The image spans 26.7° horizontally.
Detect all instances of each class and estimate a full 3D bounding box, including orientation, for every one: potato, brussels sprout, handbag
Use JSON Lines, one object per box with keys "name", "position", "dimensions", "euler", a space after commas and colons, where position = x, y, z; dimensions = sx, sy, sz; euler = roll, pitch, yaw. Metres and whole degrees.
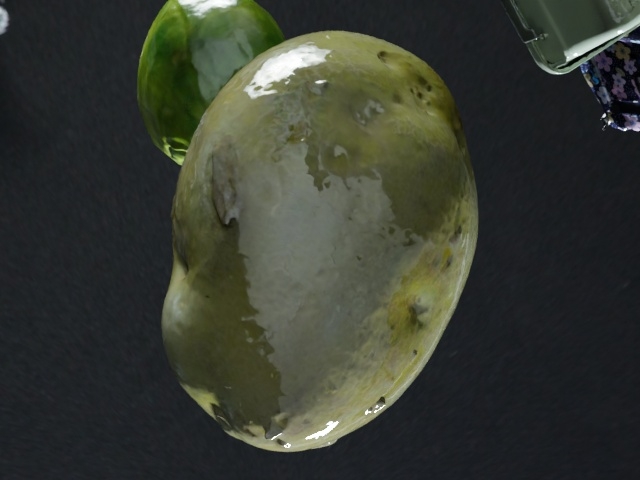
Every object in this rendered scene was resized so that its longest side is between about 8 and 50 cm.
{"name": "potato", "position": [0.000, 0.000, 0.734], "dimensions": [0.178, 0.160, 0.235], "euler": [28, -113, -15]}
{"name": "brussels sprout", "position": [-0.097, -0.145, 1.268], "dimensions": [0.161, 0.181, 0.144], "euler": [9, -139, 24]}
{"name": "handbag", "position": [0.371, -0.211, 1.399], "dimensions": [0.208, 0.228, 0.127], "euler": [47, -134, -29]}

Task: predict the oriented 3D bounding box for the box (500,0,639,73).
{"name": "box", "position": [0.221, -0.215, 1.013], "dimensions": [0.172, 0.093, 0.124], "euler": [-35, -79, -28]}
